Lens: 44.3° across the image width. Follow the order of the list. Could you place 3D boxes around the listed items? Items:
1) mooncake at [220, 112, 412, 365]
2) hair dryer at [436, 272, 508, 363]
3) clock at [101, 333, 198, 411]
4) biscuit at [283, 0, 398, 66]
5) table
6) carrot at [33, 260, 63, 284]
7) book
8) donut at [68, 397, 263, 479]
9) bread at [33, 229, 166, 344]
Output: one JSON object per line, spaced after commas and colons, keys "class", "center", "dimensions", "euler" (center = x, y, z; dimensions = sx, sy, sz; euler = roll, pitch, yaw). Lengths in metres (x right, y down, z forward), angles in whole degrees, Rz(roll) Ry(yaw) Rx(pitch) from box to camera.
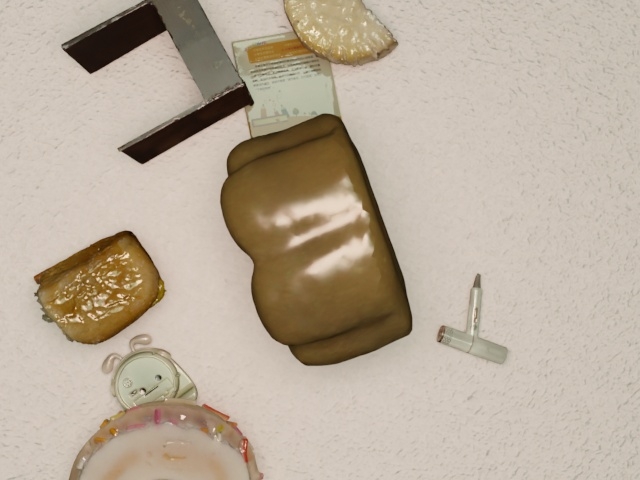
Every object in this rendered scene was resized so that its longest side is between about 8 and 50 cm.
{"class": "mooncake", "center": [0.000, 0.000, 1.513], "dimensions": [0.262, 0.467, 0.466], "euler": [-21, 89, 7]}
{"class": "hair dryer", "center": [0.356, 0.163, 1.735], "dimensions": [0.155, 0.044, 0.183], "euler": [21, 82, -6]}
{"class": "clock", "center": [-0.362, 0.298, 1.644], "dimensions": [0.151, 0.062, 0.191], "euler": [-36, 90, -7]}
{"class": "biscuit", "center": [0.028, -0.474, 1.702], "dimensions": [0.281, 0.084, 0.179], "euler": [39, 71, -4]}
{"class": "table", "center": [-0.324, -0.337, 1.616], "dimensions": [0.282, 0.196, 0.250], "euler": [-30, 89, -1]}
{"class": "carrot", "center": [-0.555, 0.066, 1.656], "dimensions": [0.093, 0.032, 0.032], "euler": [-22, 89, -1]}
{"class": "book", "center": [-0.066, -0.311, 1.730], "dimensions": [0.208, 0.020, 0.295], "euler": [-11, 88, -6]}
{"class": "donut", "center": [-0.306, 0.481, 1.567], "dimensions": [0.383, 0.142, 0.382], "euler": [-3, 106, -9]}
{"class": "bread", "center": [-0.441, 0.106, 1.581], "dimensions": [0.246, 0.195, 0.176], "euler": [-32, 107, -7]}
